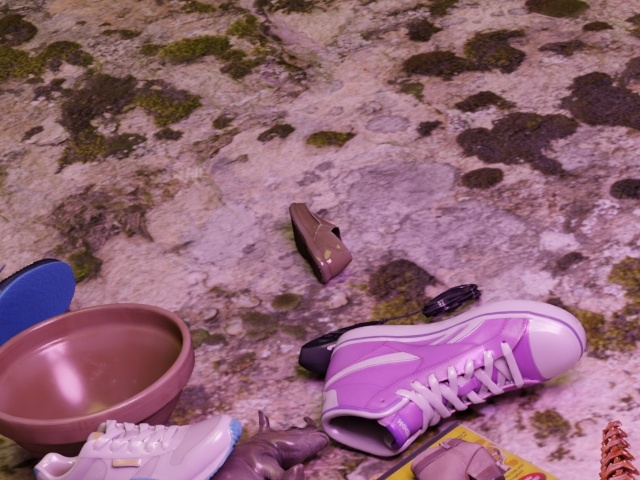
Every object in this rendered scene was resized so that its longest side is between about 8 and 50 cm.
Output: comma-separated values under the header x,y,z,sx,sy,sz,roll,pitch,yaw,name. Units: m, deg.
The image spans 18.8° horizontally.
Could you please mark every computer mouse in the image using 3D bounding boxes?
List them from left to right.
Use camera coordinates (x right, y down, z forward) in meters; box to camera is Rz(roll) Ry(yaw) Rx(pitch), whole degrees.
x,y,z,sx,sy,sz,roll,pitch,yaw,name
0.082,0.102,2.175,0.242,0.041,0.071,-20,6,-23,computer mouse

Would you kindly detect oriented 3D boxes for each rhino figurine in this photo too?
x,y,z,sx,sy,sz,roll,pitch,yaw,name
-0.063,0.242,1.941,0.106,0.073,0.243,6,32,24,rhino figurine

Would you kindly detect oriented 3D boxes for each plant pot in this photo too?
x,y,z,sx,sy,sz,roll,pitch,yaw,name
-0.243,0.172,2.091,0.237,0.109,0.237,-10,28,6,plant pot

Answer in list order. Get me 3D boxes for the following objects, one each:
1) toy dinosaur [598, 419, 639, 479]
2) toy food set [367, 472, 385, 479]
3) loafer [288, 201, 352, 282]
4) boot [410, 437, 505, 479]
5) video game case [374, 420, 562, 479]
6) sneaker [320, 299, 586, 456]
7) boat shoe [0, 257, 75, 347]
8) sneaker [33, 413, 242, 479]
x,y,z,sx,sy,sz,roll,pitch,yaw,name
0.324,0.262,1.677,0.218,0.164,0.322,-28,60,-1,toy dinosaur
0.090,0.250,1.919,0.083,0.020,0.083,-19,29,-13,toy food set
0.000,0.000,2.365,0.050,0.056,0.148,-17,39,-9,loafer
0.114,0.230,1.824,0.118,0.042,0.087,-26,32,-26,boot
0.123,0.296,1.789,0.275,0.035,0.248,-32,41,-31,video game case
0.134,0.157,2.001,0.282,0.102,0.161,-13,31,22,sneaker
-0.403,0.095,2.299,0.089,0.109,0.258,10,34,40,boat shoe
-0.183,0.222,1.928,0.229,0.092,0.087,-26,12,19,sneaker
